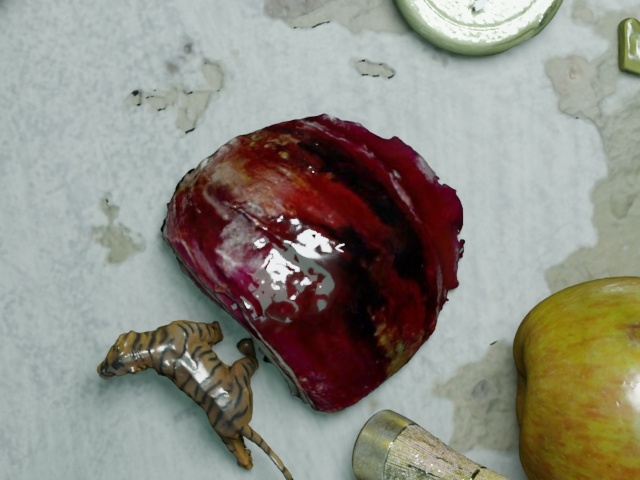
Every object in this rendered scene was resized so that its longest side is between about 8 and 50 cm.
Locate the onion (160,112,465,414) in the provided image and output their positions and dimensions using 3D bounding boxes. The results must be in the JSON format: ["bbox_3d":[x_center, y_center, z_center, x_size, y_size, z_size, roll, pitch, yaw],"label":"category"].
[{"bbox_3d":[0.000,0.000,1.219,0.280,0.146,0.314,-44,87,2],"label":"onion"}]

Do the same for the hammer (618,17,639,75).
[{"bbox_3d":[0.425,-0.194,1.229,0.226,0.041,0.159,1,93,2],"label":"hammer"}]

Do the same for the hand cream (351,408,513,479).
[{"bbox_3d":[0.133,0.242,1.218,0.203,0.084,0.084,16,97,34],"label":"hand cream"}]

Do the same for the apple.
[{"bbox_3d":[0.301,0.161,1.166,0.264,0.264,0.264,0,95,3],"label":"apple"}]

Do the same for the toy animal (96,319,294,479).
[{"bbox_3d":[-0.102,0.171,1.251,0.255,0.116,0.114,43,97,-2],"label":"toy animal"}]

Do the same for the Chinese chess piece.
[{"bbox_3d":[0.163,-0.284,1.214,0.188,0.083,0.188,0,98,3],"label":"Chinese chess piece"}]
